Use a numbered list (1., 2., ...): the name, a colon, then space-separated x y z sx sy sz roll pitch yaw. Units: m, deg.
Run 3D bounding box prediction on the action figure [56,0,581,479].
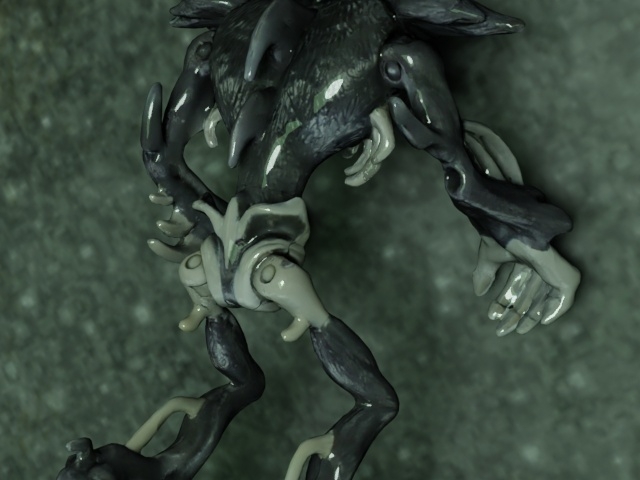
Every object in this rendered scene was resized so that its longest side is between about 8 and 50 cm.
1. action figure: 0.000 0.000 0.572 0.164 0.141 0.276 10 77 33
